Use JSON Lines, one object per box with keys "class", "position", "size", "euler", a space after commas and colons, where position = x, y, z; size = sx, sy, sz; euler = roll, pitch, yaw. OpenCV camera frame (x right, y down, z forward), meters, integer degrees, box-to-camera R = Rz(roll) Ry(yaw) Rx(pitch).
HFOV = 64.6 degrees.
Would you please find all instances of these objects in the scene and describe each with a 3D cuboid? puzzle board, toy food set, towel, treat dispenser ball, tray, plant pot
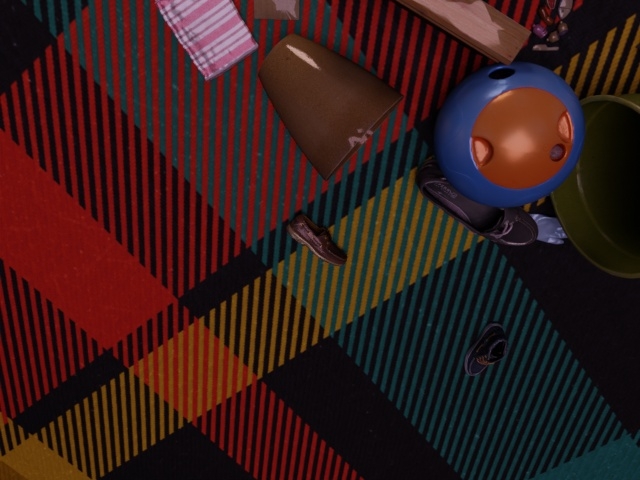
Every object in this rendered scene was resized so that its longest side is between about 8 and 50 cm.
{"class": "puzzle board", "position": [-0.090, -0.526, 1.045], "size": [0.096, 0.011, 0.128], "euler": [3, 115, 2]}
{"class": "toy food set", "position": [0.482, -0.460, 1.053], "size": [0.077, 0.019, 0.122], "euler": [0, 116, 2]}
{"class": "towel", "position": [-0.239, -0.460, 1.075], "size": [0.144, 0.029, 0.197], "euler": [-27, 114, 14]}
{"class": "treat dispenser ball", "position": [0.376, -0.211, 1.027], "size": [0.287, 0.288, 0.289], "euler": [1, 116, 2]}
{"class": "tray", "position": [0.178, -0.472, 0.956], "size": [0.410, 0.203, 0.076], "euler": [26, 114, -10]}
{"class": "plant pot", "position": [0.731, -0.147, 1.032], "size": [0.352, 0.366, 0.367], "euler": [-15, 115, -9]}
{"class": "plant pot", "position": [0.002, -0.297, 1.055], "size": [0.254, 0.237, 0.237], "euler": [44, 110, -1]}

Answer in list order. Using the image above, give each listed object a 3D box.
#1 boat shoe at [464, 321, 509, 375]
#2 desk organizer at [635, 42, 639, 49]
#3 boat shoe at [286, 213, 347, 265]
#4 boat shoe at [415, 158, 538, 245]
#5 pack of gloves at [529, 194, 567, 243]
{"class": "boat shoe", "position": [0.454, 0.318, 1.393], "size": [0.065, 0.083, 0.184], "euler": [15, 115, -5]}
{"class": "desk organizer", "position": [0.705, -0.387, 1.020], "size": [0.050, 0.130, 0.047], "euler": [32, 112, -15]}
{"class": "boat shoe", "position": [0.000, 0.000, 1.266], "size": [0.178, 0.064, 0.060], "euler": [36, 114, -12]}
{"class": "boat shoe", "position": [0.365, -0.066, 1.186], "size": [0.335, 0.096, 0.112], "euler": [31, 126, -6]}
{"class": "pack of gloves", "position": [0.533, -0.078, 1.221], "size": [0.231, 0.046, 0.195], "euler": [5, 115, 0]}
